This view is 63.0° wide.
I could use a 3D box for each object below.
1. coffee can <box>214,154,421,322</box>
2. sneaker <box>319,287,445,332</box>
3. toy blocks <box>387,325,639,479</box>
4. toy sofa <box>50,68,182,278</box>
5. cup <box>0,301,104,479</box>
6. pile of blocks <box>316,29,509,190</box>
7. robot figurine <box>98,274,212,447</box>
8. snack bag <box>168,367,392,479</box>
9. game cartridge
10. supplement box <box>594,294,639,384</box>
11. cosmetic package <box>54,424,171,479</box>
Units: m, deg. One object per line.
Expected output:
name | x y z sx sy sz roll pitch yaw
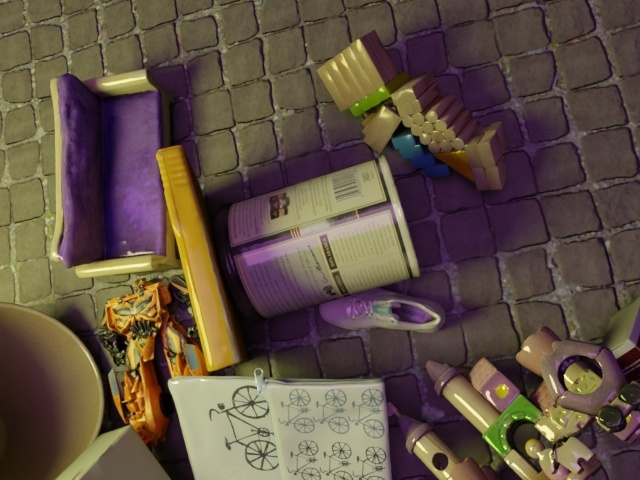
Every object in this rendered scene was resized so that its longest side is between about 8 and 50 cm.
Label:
coffee can | 0.000 0.000 0.835 0.275 0.201 0.201 -16 80 8
sneaker | 0.097 0.112 0.856 0.212 0.094 0.080 3 85 12
toy blocks | 0.243 0.235 0.719 0.288 0.309 0.260 -49 51 4
toy sofa | -0.357 -0.118 0.933 0.150 0.177 0.362 -6 81 11
cup | -0.577 0.304 0.877 0.237 0.331 0.331 -38 76 29
pile of blocks | 0.168 -0.214 0.894 0.362 0.149 0.112 40 48 4
robot figurine | -0.289 0.204 0.924 0.211 0.085 0.291 -20 79 7
snack bag | -0.060 0.340 0.810 0.342 0.037 0.323 -1 113 11
game cartridge | -0.182 0.041 0.824 0.053 0.285 0.323 -17 79 -9
supplement box | 0.524 0.203 0.740 0.239 0.130 0.073 41 135 14
cosmetic package | -0.301 0.431 0.828 0.107 0.127 0.238 -29 97 31
